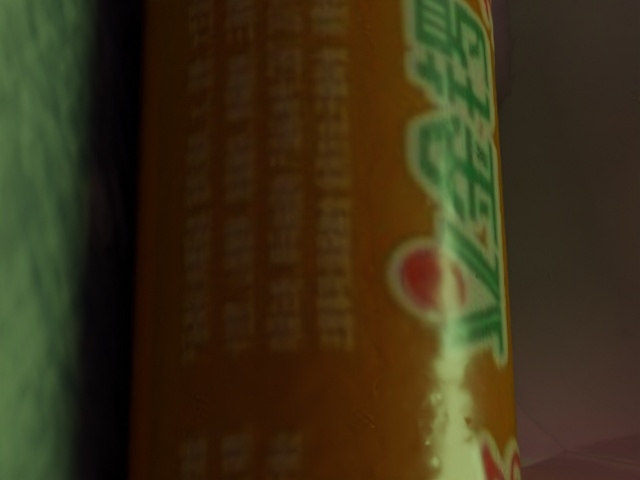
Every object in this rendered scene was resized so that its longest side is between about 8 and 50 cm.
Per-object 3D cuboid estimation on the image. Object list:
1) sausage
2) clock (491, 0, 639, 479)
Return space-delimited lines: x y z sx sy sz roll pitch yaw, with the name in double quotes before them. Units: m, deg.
"sausage" 0.000 0.000 0.394 0.093 0.093 0.312 54 33 -66
"clock" 0.198 -0.078 0.671 0.250 0.368 0.376 150 -50 -65
